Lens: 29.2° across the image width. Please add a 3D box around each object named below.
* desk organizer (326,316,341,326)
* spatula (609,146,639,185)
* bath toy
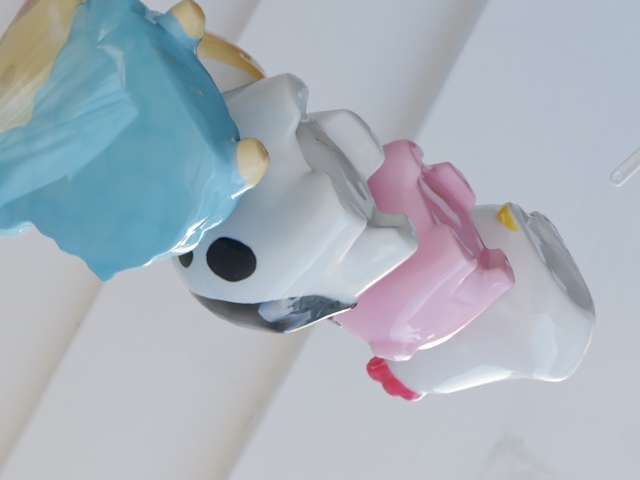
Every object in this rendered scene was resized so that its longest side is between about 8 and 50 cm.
[{"bbox_3d":[-0.018,0.037,1.094,0.130,0.047,0.050,23,167,35],"label":"desk organizer"},{"bbox_3d":[0.419,-0.097,1.239,0.168,0.242,0.019,48,-153,10],"label":"spatula"},{"bbox_3d":[0.000,0.000,0.566,0.348,0.129,0.151,25,-144,-50],"label":"bath toy"}]
